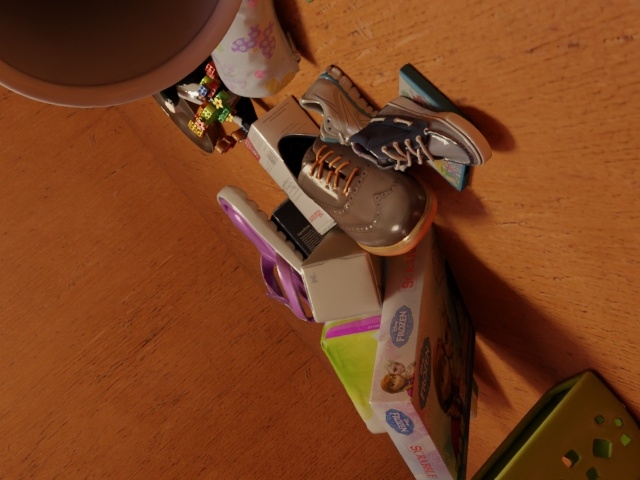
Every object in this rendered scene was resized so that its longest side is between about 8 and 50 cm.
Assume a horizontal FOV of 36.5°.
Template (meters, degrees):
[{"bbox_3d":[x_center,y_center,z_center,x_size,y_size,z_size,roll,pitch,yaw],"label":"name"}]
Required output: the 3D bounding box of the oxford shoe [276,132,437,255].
[{"bbox_3d":[0.038,-0.076,1.406,0.132,0.130,0.363,29,-179,-30],"label":"oxford shoe"}]

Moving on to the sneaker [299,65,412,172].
[{"bbox_3d":[0.046,-0.152,1.349,0.190,0.083,0.071,45,166,16],"label":"sneaker"}]

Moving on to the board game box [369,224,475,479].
[{"bbox_3d":[0.170,0.190,1.510,0.065,0.319,0.318,-6,141,21],"label":"board game box"}]

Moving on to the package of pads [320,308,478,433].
[{"bbox_3d":[0.149,0.239,1.835,0.101,0.229,0.297,-79,-32,-48],"label":"package of pads"}]

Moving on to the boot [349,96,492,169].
[{"bbox_3d":[0.114,-0.108,1.137,0.190,0.086,0.069,32,159,56],"label":"boot"}]

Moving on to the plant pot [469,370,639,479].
[{"bbox_3d":[0.370,0.351,1.415,0.207,0.227,0.228,42,167,8],"label":"plant pot"}]

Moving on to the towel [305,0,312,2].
[{"bbox_3d":[-0.024,-0.341,1.141,0.110,0.027,0.148,49,168,-4],"label":"towel"}]

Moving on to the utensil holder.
[{"bbox_3d":[-0.299,-0.389,1.125,0.385,0.327,0.328,57,177,43],"label":"utensil holder"}]

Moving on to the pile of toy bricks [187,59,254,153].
[{"bbox_3d":[-0.176,-0.226,1.669,0.118,0.105,0.212,43,134,5],"label":"pile of toy bricks"}]

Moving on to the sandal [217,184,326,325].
[{"bbox_3d":[-0.078,0.071,1.936,0.416,0.102,0.169,49,169,4],"label":"sandal"}]

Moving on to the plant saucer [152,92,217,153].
[{"bbox_3d":[-0.338,-0.339,2.288,0.310,0.050,0.310,48,169,12],"label":"plant saucer"}]

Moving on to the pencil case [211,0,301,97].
[{"bbox_3d":[-0.110,-0.314,1.332,0.124,0.114,0.273,14,155,20],"label":"pencil case"}]

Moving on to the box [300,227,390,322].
[{"bbox_3d":[0.054,0.041,1.550,0.275,0.113,0.094,-49,-55,-73],"label":"box"}]

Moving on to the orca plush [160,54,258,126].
[{"bbox_3d":[-0.213,-0.304,1.807,0.287,0.151,0.102,46,137,33],"label":"orca plush"}]

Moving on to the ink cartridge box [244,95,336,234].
[{"bbox_3d":[-0.025,-0.126,1.680,0.218,0.092,0.158,51,169,-1],"label":"ink cartridge box"}]

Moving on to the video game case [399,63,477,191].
[{"bbox_3d":[0.142,-0.136,1.204,0.119,0.015,0.166,46,168,18],"label":"video game case"}]

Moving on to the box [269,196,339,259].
[{"bbox_3d":[0.000,0.000,1.951,0.207,0.108,0.153,50,169,1],"label":"box"}]
